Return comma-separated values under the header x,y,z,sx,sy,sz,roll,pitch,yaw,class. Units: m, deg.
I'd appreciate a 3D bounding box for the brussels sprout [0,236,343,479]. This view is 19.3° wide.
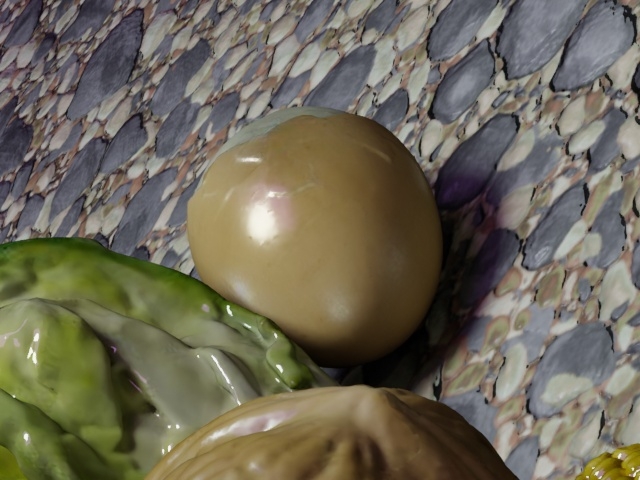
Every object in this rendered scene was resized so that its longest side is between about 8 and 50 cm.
x,y,z,sx,sy,sz,roll,pitch,yaw,class
-0.141,0.158,1.425,0.371,0.315,0.276,21,53,26,brussels sprout

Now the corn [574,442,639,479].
x,y,z,sx,sy,sz,roll,pitch,yaw,class
0.231,0.206,0.922,0.144,0.144,0.387,-51,27,4,corn

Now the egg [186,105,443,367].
x,y,z,sx,sy,sz,roll,pitch,yaw,class
0.000,0.000,1.503,0.201,0.201,0.244,-46,41,14,egg

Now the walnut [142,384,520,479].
x,y,z,sx,sy,sz,roll,pitch,yaw,class
0.002,0.238,1.077,0.333,0.333,0.333,-39,29,27,walnut
